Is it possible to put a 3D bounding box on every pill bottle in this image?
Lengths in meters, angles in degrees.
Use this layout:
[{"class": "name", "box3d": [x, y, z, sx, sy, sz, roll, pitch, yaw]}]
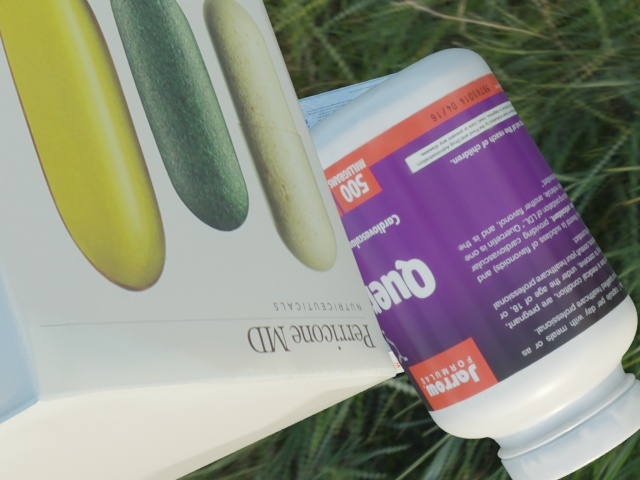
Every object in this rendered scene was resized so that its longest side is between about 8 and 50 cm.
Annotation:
[{"class": "pill bottle", "box3d": [0.123, 0.024, 1.212, 0.181, 0.181, 0.323, -32, 88, 19]}]

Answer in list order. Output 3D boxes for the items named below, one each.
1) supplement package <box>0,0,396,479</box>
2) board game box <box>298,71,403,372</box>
[{"class": "supplement package", "box3d": [-0.138, -0.030, 0.607, 0.198, 0.199, 0.262, -29, 73, 31]}, {"class": "board game box", "box3d": [0.000, 0.000, 1.637, 0.319, 0.066, 0.318, -15, 64, 0]}]
